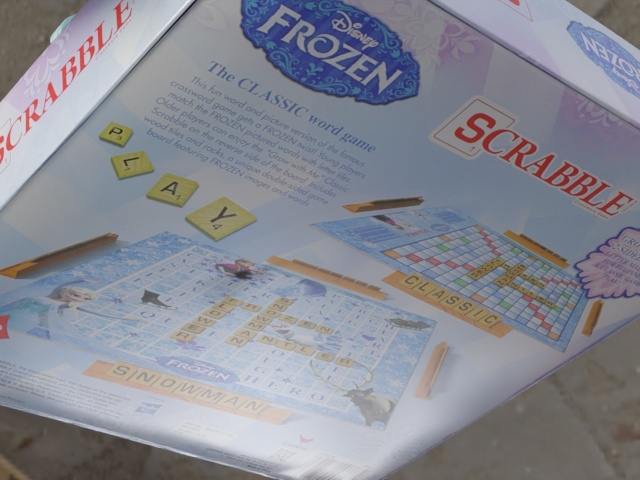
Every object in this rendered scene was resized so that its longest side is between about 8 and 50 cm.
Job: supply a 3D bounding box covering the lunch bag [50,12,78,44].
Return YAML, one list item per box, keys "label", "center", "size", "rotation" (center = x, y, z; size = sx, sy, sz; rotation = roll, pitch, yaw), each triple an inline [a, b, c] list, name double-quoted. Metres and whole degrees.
- label: "lunch bag"
  center: [-0.048, -0.068, 0.872]
  size: [0.279, 0.224, 0.108]
  rotation: [29, 114, 8]

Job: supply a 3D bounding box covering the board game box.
- label: "board game box"
  center: [0.000, 0.000, 0.596]
  size: [0.318, 0.066, 0.318]
  rotation: [23, 132, -36]
